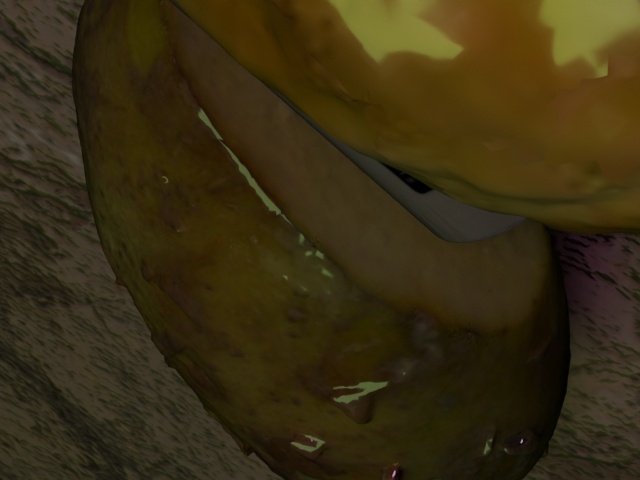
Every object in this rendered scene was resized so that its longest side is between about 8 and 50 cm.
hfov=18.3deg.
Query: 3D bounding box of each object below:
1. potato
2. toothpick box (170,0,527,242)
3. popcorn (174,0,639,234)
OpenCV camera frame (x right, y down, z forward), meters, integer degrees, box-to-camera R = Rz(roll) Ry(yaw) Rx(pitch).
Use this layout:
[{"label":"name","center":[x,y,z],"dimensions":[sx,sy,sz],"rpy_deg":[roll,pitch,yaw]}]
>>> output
[{"label":"potato","center":[0.000,0.000,0.757],"dimensions":[0.176,0.141,0.298],"rpy_deg":[-2,138,32]},{"label":"toothpick box","center":[0.011,-0.095,0.628],"dimensions":[0.181,0.111,0.111],"rpy_deg":[41,150,-22]},{"label":"popcorn","center":[0.042,-0.114,0.412],"dimensions":[0.253,0.190,0.191],"rpy_deg":[32,-169,12]}]
